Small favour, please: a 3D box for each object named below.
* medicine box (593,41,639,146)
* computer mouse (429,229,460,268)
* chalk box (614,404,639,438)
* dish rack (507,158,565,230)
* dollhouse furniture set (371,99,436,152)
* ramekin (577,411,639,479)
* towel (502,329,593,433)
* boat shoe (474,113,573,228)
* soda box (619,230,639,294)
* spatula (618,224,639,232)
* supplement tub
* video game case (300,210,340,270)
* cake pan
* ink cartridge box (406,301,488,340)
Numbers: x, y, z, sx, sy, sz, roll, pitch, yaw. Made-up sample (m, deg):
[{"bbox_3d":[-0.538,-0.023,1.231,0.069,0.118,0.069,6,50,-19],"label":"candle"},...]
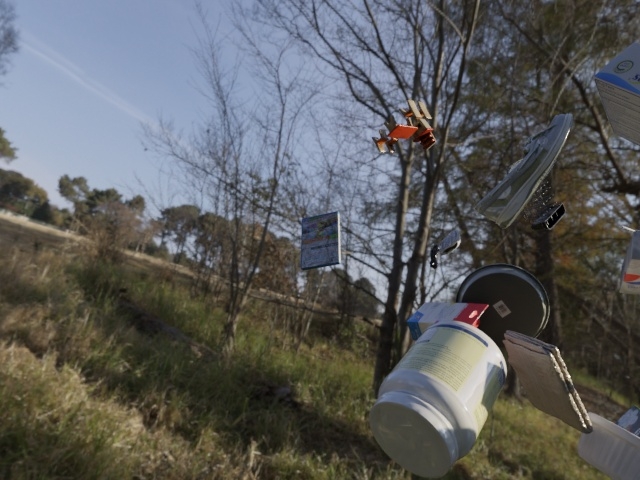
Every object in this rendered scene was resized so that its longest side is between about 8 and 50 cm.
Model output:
[{"bbox_3d":[1.005,-0.403,1.274,0.289,0.149,0.264,37,18,-37],"label":"medicine box"},{"bbox_3d":[0.501,0.029,1.700,0.042,0.106,0.193,22,-36,-12],"label":"computer mouse"},{"bbox_3d":[1.093,0.704,1.388,0.179,0.180,0.289,40,10,13],"label":"chalk box"},{"bbox_3d":[0.816,-0.183,1.632,0.208,0.272,0.074,-30,4,-40],"label":"dish rack"},{"bbox_3d":[0.420,-0.507,2.014,0.259,0.135,0.262,-7,-23,-40],"label":"dollhouse furniture set"},{"bbox_3d":[0.834,0.596,1.151,0.272,0.127,0.273,33,-4,2],"label":"ramekin"},{"bbox_3d":[0.616,0.386,1.179,0.282,0.049,0.187,61,-12,-9],"label":"towel"},{"bbox_3d":[0.526,-0.187,1.097,0.103,0.321,0.118,35,12,22],"label":"boat shoe"},{"bbox_3d":[0.995,0.078,1.321,0.091,0.098,0.286,7,-22,31],"label":"soda box"},{"bbox_3d":[1.102,-0.004,1.370,0.241,0.019,0.168,17,10,-16],"label":"spatula"},{"bbox_3d":[0.286,0.369,1.036,0.235,0.236,0.324,2,24,41],"label":"supplement tub"},{"bbox_3d":[0.000,0.000,1.239,0.119,0.166,0.015,-11,-29,20],"label":"video game case"},{"bbox_3d":[0.598,0.225,1.421,0.293,0.294,0.054,9,9,20],"label":"cake pan"},{"bbox_3d":[0.414,0.263,1.375,0.231,0.078,0.134,-7,18,47],"label":"ink cartridge box"}]
